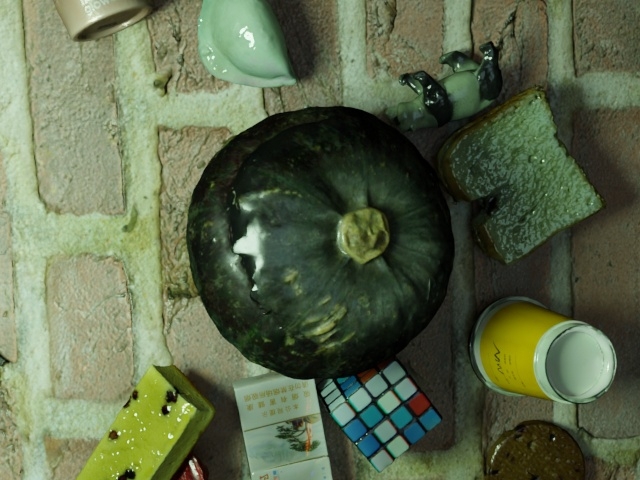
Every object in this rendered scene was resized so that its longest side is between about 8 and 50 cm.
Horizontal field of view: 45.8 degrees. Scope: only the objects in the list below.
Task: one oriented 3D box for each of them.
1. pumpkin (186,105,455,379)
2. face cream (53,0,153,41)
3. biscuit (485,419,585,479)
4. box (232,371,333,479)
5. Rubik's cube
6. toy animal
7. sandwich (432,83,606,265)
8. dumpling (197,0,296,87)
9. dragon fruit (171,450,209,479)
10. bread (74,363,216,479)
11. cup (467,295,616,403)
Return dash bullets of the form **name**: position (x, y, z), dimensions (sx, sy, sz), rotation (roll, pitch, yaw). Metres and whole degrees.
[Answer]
- **pumpkin**: position (0.000, 0.000, 1.246), dimensions (0.454, 0.344, 0.455), rotation (3, 81, -23)
- **face cream**: position (-0.365, -0.406, 1.253), dimensions (0.149, 0.149, 0.104), rotation (-25, 98, -7)
- **biscuit**: position (0.428, 0.458, 1.506), dimensions (0.212, 0.036, 0.212), rotation (-1, 96, -10)
- **box**: position (-0.069, 0.362, 1.403), dimensions (0.149, 0.067, 0.233), rotation (-11, 97, -8)
- **Rubik's cube**: position (0.102, 0.296, 1.381), dimensions (0.155, 0.154, 0.151), rotation (-38, 100, -4)
- **toy animal**: position (0.226, -0.272, 1.394), dimensions (0.225, 0.094, 0.121), rotation (-24, 107, -8)
- **sandwich**: position (0.362, -0.115, 1.423), dimensions (0.249, 0.095, 0.273), rotation (-33, 100, -2)
- **dumpling**: position (-0.129, -0.352, 1.332), dimensions (0.217, 0.149, 0.105), rotation (57, 46, -15)
- **dragon fruit**: position (-0.265, 0.404, 1.368), dimensions (0.162, 0.083, 0.106), rotation (-25, 76, 24)
- **bread**: position (-0.332, 0.396, 1.312), dimensions (0.138, 0.077, 0.361), rotation (37, 95, 33)
- **cup**: position (0.394, 0.201, 1.363), dimensions (0.196, 0.279, 0.197), rotation (0, 89, -12)
